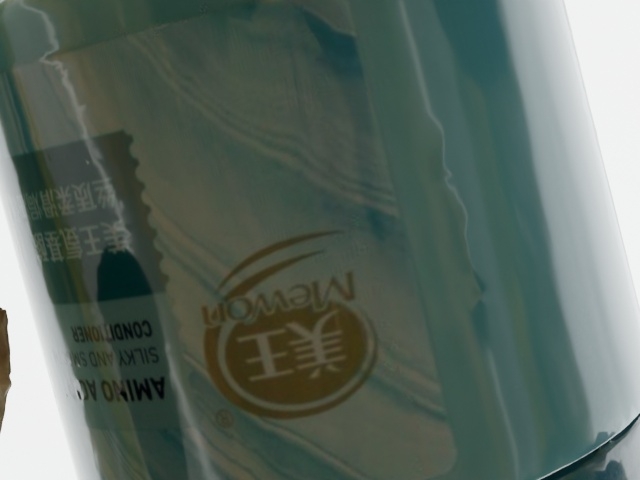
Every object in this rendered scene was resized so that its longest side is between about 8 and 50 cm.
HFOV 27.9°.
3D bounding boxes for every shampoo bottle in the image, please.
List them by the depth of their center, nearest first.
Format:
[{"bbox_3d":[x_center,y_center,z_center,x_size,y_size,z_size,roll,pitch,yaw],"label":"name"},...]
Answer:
[{"bbox_3d":[0.000,0.000,0.728,0.331,0.331,0.343,-11,-82,18],"label":"shampoo bottle"}]

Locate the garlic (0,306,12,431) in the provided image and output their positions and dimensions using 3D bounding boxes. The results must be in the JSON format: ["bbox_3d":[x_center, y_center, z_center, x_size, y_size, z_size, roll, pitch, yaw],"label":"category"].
[{"bbox_3d":[-0.206,0.115,0.576,0.101,0.087,0.196,13,-89,-23],"label":"garlic"}]
